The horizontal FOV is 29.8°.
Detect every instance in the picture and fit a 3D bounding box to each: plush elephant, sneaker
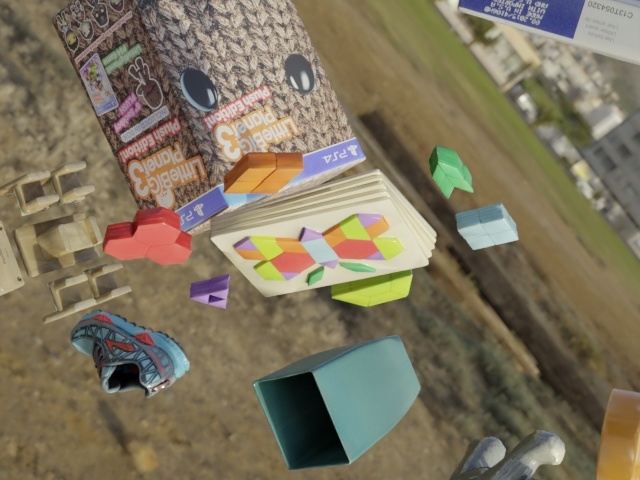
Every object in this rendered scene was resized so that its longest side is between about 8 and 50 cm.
[{"bbox_3d":[0.330,0.522,2.097,0.255,0.330,0.272,50,-30,-5],"label":"plush elephant"},{"bbox_3d":[-0.363,0.205,2.125,0.261,0.125,0.104,11,-46,35],"label":"sneaker"}]

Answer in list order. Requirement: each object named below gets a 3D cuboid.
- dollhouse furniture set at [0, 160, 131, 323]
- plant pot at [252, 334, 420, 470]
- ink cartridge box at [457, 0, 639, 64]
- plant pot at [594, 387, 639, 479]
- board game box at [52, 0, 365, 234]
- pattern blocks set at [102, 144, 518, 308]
[{"bbox_3d":[-0.442,0.023,1.784,0.242,0.161,0.212,-19,89,-53],"label":"dollhouse furniture set"},{"bbox_3d":[0.046,0.259,2.034,0.234,0.165,0.166,-25,94,-40],"label":"plant pot"},{"bbox_3d":[0.352,-0.247,1.394,0.324,0.072,0.330,19,14,18],"label":"ink cartridge box"},{"bbox_3d":[0.521,0.339,1.809,0.205,0.187,0.205,7,90,-71],"label":"plant pot"},{"bbox_3d":[-0.124,-0.171,1.369,0.232,0.141,0.291,-24,88,-45],"label":"board game box"},{"bbox_3d":[0.000,0.000,1.090,0.285,0.324,0.026,33,45,-47],"label":"pattern blocks set"}]
